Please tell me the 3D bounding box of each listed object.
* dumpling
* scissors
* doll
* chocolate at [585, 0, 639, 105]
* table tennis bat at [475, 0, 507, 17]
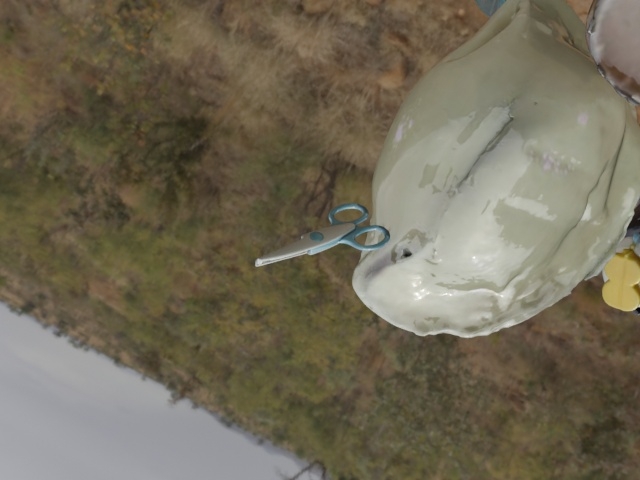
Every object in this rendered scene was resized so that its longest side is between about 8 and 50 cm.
[{"bbox_3d":[0.216,-0.054,0.762,0.315,0.395,0.233,31,-177,-15],"label":"dumpling"},{"bbox_3d":[0.000,0.000,0.564,0.058,0.119,0.014,48,144,33],"label":"scissors"},{"bbox_3d":[0.536,0.001,1.103,0.141,0.314,0.177,16,122,40],"label":"doll"},{"bbox_3d":[0.312,-0.145,0.488,0.261,0.083,0.161,28,122,-10],"label":"chocolate"},{"bbox_3d":[0.308,-0.416,1.181,0.124,0.033,0.201,77,166,-62],"label":"table tennis bat"}]
